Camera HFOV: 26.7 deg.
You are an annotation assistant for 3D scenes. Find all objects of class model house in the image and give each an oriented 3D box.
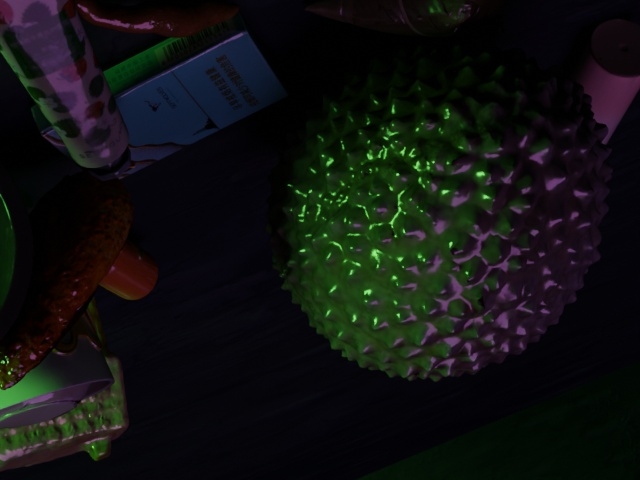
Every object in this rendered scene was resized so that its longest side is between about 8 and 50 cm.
[{"bbox_3d":[-0.352,0.168,1.664,0.193,0.234,0.175,-11,156,-33],"label":"model house"}]

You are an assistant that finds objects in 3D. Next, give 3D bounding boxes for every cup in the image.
[{"bbox_3d":[-0.332,0.091,1.496,0.185,0.226,0.241,-24,171,23],"label":"cup"}]

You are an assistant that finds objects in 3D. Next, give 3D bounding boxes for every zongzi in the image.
[{"bbox_3d":[0.095,-0.247,1.404,0.178,0.081,0.189,-4,-177,21],"label":"zongzi"}]

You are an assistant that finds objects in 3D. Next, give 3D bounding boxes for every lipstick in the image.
[{"bbox_3d":[0.352,-0.166,1.789,0.087,0.087,0.327,-18,158,-14],"label":"lipstick"}]

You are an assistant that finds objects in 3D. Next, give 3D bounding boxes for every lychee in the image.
[{"bbox_3d":[0.131,-0.042,1.482,0.380,0.380,0.432,-15,156,-21],"label":"lychee"}]

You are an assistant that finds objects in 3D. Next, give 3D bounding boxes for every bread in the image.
[{"bbox_3d":[-0.273,0.032,1.344,0.139,0.095,0.269,-16,-146,50],"label":"bread"}]

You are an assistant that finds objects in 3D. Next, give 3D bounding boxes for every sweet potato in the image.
[{"bbox_3d":[-0.149,-0.207,1.243,0.179,0.044,0.044,-9,155,-38],"label":"sweet potato"}]

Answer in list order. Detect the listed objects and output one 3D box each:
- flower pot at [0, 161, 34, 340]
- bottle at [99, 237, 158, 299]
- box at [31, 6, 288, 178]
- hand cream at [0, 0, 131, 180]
[{"bbox_3d":[-0.422,0.017,1.279,0.269,0.269,0.166,-13,177,-26],"label":"flower pot"},{"bbox_3d":[-0.261,0.018,1.627,0.069,0.069,0.187,-27,157,9],"label":"bottle"},{"bbox_3d":[-0.160,-0.144,1.383,0.229,0.041,0.162,-26,159,6],"label":"box"},{"bbox_3d":[-0.236,-0.155,1.219,0.095,0.059,0.276,-23,142,-1],"label":"hand cream"}]
